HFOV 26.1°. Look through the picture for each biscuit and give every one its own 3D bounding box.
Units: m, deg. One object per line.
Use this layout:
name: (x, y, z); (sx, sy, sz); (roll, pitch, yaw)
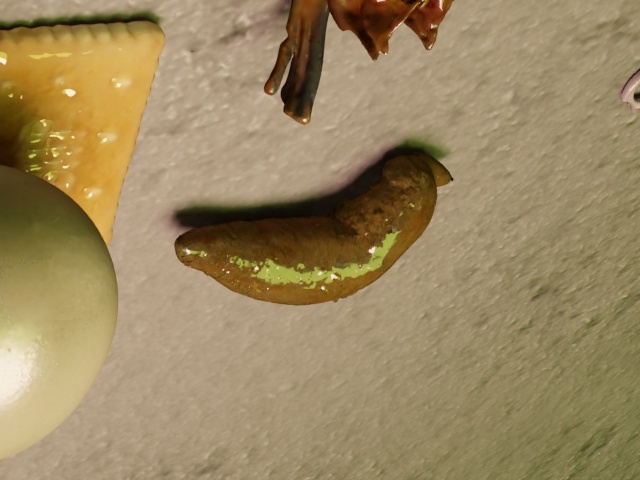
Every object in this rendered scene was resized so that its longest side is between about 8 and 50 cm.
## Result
biscuit: (-0.217, -0.069, 1.105); (0.160, 0.030, 0.250); (-9, 141, -33)

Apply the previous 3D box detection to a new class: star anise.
star anise: (0.035, -0.215, 0.999); (0.237, 0.148, 0.346); (-26, 154, -36)

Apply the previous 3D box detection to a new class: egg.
egg: (-0.269, 0.058, 1.018); (0.219, 0.219, 0.269); (2, 152, -43)

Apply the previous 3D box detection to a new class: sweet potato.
sweet potato: (0.002, 0.002, 1.333); (0.310, 0.098, 0.124); (-17, 124, -21)

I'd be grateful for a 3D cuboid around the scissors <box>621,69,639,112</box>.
scissors: (0.379, -0.212, 1.451); (0.100, 0.015, 0.189); (-16, 142, -27)
